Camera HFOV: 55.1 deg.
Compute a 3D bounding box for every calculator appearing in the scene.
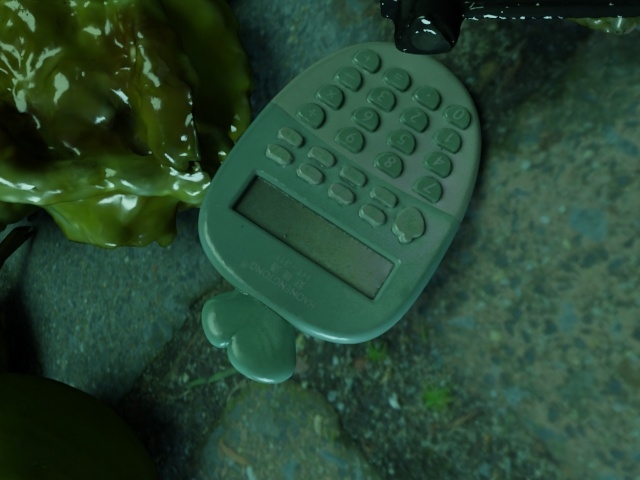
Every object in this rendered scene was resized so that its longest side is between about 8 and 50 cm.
[{"bbox_3d":[0.013,-0.028,0.483,0.184,0.042,0.295,33,78,4],"label":"calculator"}]

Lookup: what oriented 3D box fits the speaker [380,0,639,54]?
[{"bbox_3d":[0.150,-0.249,0.319,0.232,0.184,0.254,3,66,12],"label":"speaker"}]

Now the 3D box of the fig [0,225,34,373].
[{"bbox_3d":[-0.533,0.132,0.884,0.286,0.286,0.368,17,59,38],"label":"fig"}]

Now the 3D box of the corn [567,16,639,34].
[{"bbox_3d":[0.131,-0.247,0.473,0.288,0.086,0.086,47,113,29],"label":"corn"}]

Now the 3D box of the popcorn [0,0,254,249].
[{"bbox_3d":[-0.230,-0.150,0.619,0.326,0.290,0.321,-4,65,15],"label":"popcorn"}]

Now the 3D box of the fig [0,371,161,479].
[{"bbox_3d":[-0.323,0.293,0.634,0.343,0.343,0.343,-5,82,37],"label":"fig"}]

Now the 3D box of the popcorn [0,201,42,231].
[{"bbox_3d":[-0.477,-0.158,0.781,0.293,0.292,0.334,28,90,36],"label":"popcorn"}]

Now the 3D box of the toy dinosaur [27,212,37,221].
[{"bbox_3d":[-0.539,-0.100,0.982,0.292,0.079,0.120,6,95,25],"label":"toy dinosaur"}]
